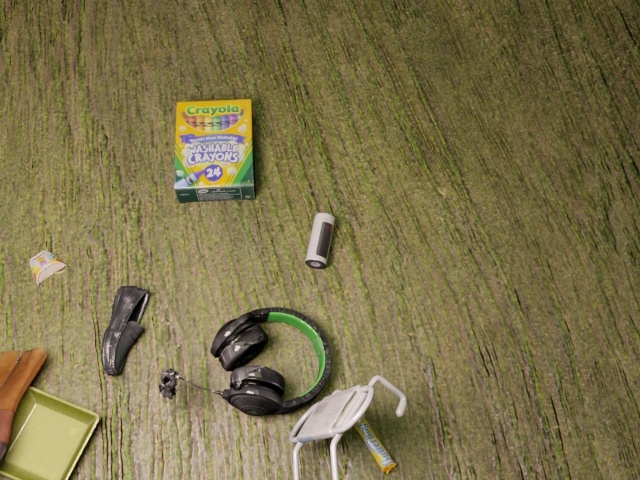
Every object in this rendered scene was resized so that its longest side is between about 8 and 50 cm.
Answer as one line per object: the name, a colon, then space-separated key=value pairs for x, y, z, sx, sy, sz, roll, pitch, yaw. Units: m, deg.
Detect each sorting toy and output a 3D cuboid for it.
sorting toy: x=-0.686 y=0.057 z=1.796 sx=0.083 sy=0.045 sz=0.075 roll=-38 pitch=51 yaw=-17

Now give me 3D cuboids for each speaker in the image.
speaker: x=0.000 y=0.000 z=1.819 sx=0.055 sy=0.055 sz=0.136 roll=10 pitch=64 yaw=4

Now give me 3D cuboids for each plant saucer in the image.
plant saucer: x=-0.606 y=0.443 z=1.597 sx=0.188 sy=0.045 sz=0.188 roll=20 pitch=66 yaw=9

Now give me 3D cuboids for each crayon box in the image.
crayon box: x=-0.279 y=-0.262 z=1.929 sx=0.203 sy=0.083 sz=0.323 roll=-3 pitch=63 yaw=-2

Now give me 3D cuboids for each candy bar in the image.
candy bar: x=0.113 y=0.445 z=1.621 sx=0.040 sy=0.018 sz=0.161 roll=-29 pitch=67 yaw=-14

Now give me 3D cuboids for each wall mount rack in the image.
wall mount rack: x=0.031 y=0.428 z=1.471 sx=0.130 sy=0.350 sz=0.304 roll=40 pitch=61 yaw=-6

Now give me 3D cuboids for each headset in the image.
headset: x=-0.161 y=0.273 z=1.610 sx=0.394 sy=0.185 sz=0.243 roll=-14 pitch=64 yaw=-20

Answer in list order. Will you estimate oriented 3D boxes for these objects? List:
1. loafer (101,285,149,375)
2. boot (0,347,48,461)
loafer: x=-0.455 y=0.208 z=1.698 sx=0.078 sy=0.076 sz=0.223 roll=1 pitch=60 yaw=9
boot: x=-0.759 y=0.362 z=1.601 sx=0.264 sy=0.096 sz=0.280 roll=-14 pitch=46 yaw=28
